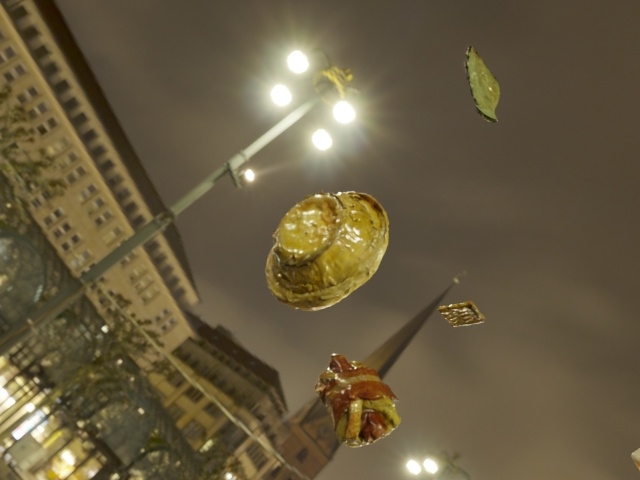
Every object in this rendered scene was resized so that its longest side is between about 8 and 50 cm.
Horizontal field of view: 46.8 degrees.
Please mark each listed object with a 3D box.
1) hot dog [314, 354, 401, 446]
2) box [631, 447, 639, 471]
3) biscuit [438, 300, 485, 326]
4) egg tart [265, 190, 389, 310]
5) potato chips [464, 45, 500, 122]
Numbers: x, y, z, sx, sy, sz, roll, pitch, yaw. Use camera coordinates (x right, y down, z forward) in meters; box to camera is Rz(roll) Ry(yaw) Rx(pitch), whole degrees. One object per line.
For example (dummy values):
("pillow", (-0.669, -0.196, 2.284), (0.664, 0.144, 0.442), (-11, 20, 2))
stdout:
("hot dog", (0.069, 0.313, 1.478), (0.213, 0.146, 0.103), (53, -19, 41))
("box", (0.490, 0.389, 0.791), (0.353, 0.069, 0.214), (56, 0, 5))
("biscuit", (0.310, 0.162, 1.623), (0.081, 0.018, 0.083), (-15, -42, 30))
("egg tart", (0.000, 0.000, 0.989), (0.191, 0.191, 0.074), (21, -23, 45))
("potato chips", (0.253, -0.250, 1.162), (0.026, 0.209, 0.142), (-17, -48, 23))
